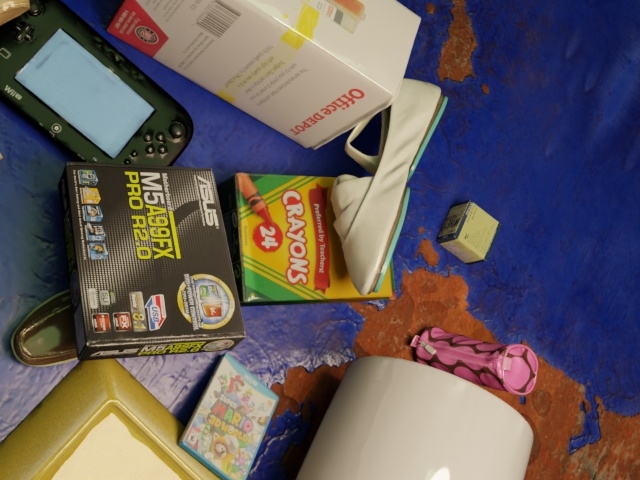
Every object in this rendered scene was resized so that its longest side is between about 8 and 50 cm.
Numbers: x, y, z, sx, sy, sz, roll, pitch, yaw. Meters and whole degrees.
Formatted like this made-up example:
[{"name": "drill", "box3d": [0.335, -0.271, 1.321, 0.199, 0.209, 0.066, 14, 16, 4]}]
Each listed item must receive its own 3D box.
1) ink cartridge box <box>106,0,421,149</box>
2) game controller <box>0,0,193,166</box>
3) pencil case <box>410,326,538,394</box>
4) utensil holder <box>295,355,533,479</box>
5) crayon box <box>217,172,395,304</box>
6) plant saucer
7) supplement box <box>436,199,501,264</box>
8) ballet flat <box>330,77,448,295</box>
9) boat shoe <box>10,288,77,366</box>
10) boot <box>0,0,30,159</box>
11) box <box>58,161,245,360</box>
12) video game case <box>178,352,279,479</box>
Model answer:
[{"name": "ink cartridge box", "box3d": [-0.088, -0.325, 1.236, 0.385, 0.279, 0.160, 29, 67, -22]}, {"name": "game controller", "box3d": [-0.343, -0.211, 1.195, 0.319, 0.067, 0.166, 40, 64, -16]}, {"name": "pencil case", "box3d": [0.252, 0.198, 1.360, 0.098, 0.209, 0.095, 39, 67, -34]}, {"name": "utensil holder", "box3d": [0.107, 0.408, 1.181, 0.328, 0.328, 0.385, 36, 63, -19]}, {"name": "crayon box", "box3d": [0.000, 0.000, 1.334, 0.319, 0.081, 0.202, -1, 80, -29]}, {"name": "plant saucer", "box3d": [-0.289, 0.372, 1.105, 0.332, 0.081, 0.333, 48, 62, -14]}, {"name": "supplement box", "box3d": [0.271, -0.014, 1.498, 0.083, 0.056, 0.083, 35, 66, -19]}, {"name": "ballet flat", "box3d": [0.087, -0.100, 1.297, 0.139, 0.139, 0.400, 32, 61, -20]}, {"name": "boat shoe", "box3d": [-0.301, 0.096, 1.141, 0.257, 0.095, 0.095, -26, 94, -30]}, {"name": "boot", "box3d": [-0.466, -0.202, 1.081, 0.262, 0.095, 0.203, -31, 97, -8]}, {"name": "box", "box3d": [-0.234, 0.023, 1.124, 0.216, 0.060, 0.270, 0, 63, -29]}, {"name": "video game case", "box3d": [-0.131, 0.265, 1.211, 0.119, 0.015, 0.166, 44, 42, -20]}]
